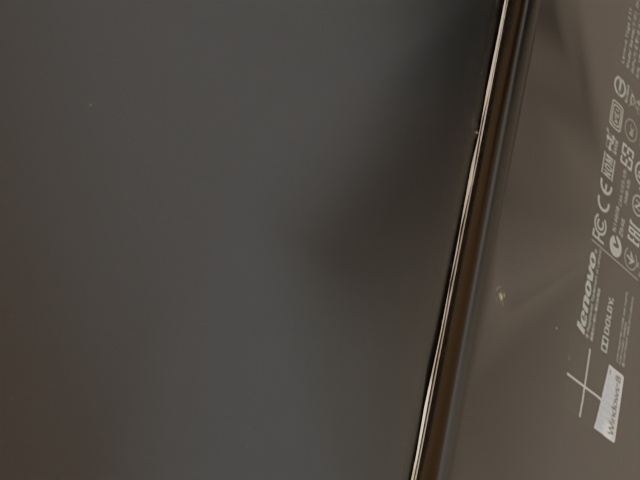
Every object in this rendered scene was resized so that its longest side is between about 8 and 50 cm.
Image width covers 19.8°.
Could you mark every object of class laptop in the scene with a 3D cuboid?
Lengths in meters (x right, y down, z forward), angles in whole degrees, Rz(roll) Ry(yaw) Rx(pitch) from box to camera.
[{"bbox_3d":[0.000,0.000,0.606,0.236,0.408,0.381,-10,-124,39],"label":"laptop"}]
